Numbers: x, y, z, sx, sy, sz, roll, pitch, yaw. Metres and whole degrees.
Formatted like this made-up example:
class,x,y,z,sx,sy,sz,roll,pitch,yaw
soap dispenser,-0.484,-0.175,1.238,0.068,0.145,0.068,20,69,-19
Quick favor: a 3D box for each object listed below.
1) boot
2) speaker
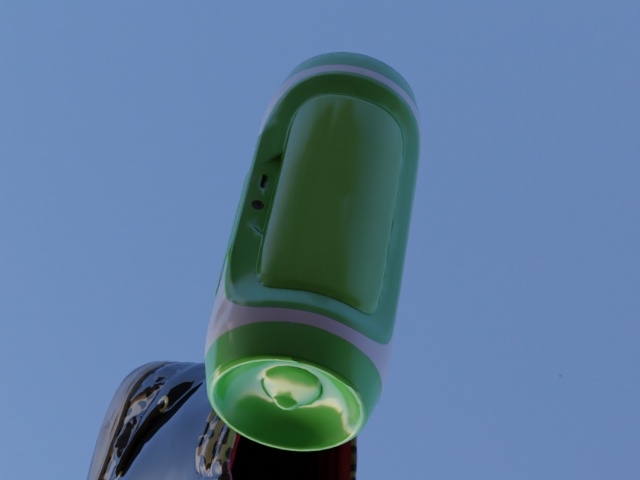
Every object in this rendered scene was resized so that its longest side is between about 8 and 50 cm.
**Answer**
class,x,y,z,sx,sy,sz,roll,pitch,yaw
boot,-0.102,0.262,1.156,0.138,0.284,0.377,24,-114,-25
speaker,0.000,0.000,1.035,0.131,0.131,0.296,3,-132,10
